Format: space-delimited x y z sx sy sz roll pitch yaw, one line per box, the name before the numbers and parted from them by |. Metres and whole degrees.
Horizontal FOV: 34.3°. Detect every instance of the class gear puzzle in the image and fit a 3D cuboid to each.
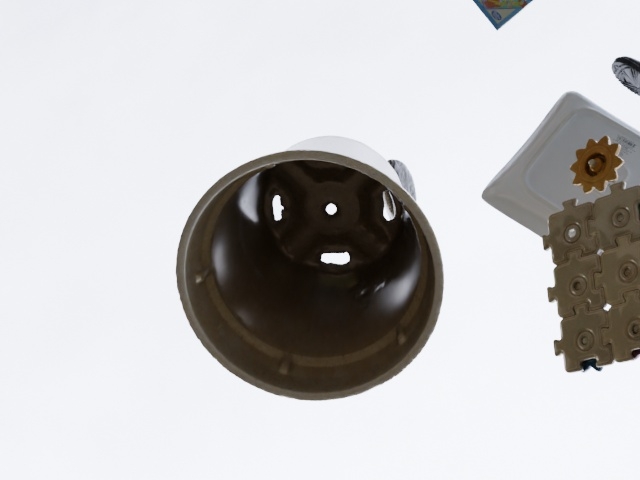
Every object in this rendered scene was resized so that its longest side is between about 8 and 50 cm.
gear puzzle | 0.397 0.014 1.455 0.175 0.044 0.339 -22 -118 43

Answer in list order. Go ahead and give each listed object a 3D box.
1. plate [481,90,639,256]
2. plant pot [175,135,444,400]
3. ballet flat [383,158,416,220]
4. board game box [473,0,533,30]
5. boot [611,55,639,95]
plate | 0.446 -0.097 1.667 0.277 0.045 0.278 35 -113 17
plant pot | 0.000 0.000 1.416 0.333 0.334 0.305 -12 -162 10
ballet flat | 0.134 -0.047 1.743 0.058 0.250 0.084 10 -119 29
board game box | 0.187 -0.323 1.140 0.103 0.154 0.026 -38 180 15
boot | 0.460 -0.232 1.380 0.121 0.045 0.099 36 -108 7
